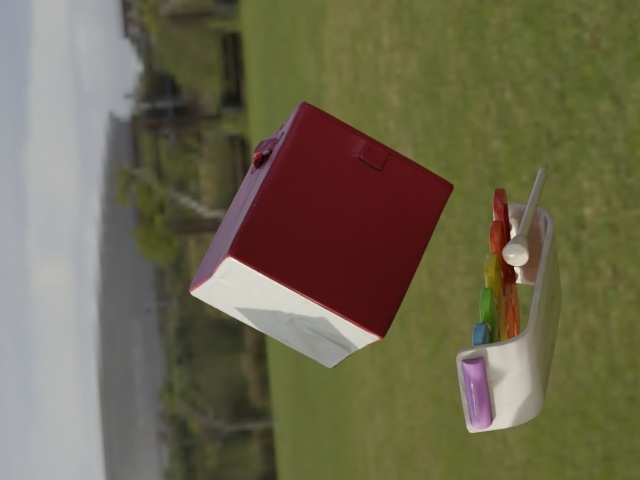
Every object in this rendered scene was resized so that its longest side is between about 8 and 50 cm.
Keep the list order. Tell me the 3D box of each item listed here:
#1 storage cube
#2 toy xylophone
[{"bbox_3d":[0.000,0.000,1.859,0.193,0.215,0.183,-64,10,-20],"label":"storage cube"},{"bbox_3d":[0.219,0.056,1.981,0.323,0.081,0.236,-62,-32,-60],"label":"toy xylophone"}]
